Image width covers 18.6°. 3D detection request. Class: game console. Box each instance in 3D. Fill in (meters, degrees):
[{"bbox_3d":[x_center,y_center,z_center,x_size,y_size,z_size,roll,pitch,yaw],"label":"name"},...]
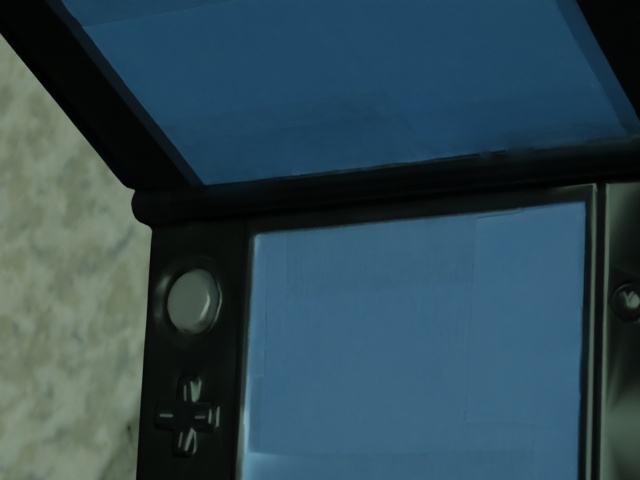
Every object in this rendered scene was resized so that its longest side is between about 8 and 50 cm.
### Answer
[{"bbox_3d":[0.000,0.000,0.742,0.293,0.173,0.250,-5,76,38],"label":"game console"}]
